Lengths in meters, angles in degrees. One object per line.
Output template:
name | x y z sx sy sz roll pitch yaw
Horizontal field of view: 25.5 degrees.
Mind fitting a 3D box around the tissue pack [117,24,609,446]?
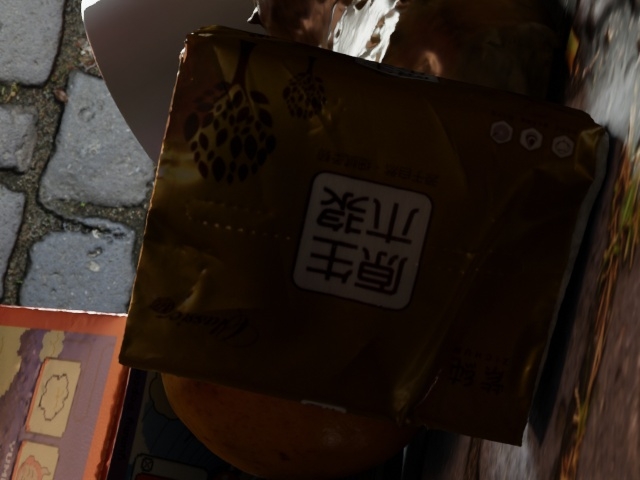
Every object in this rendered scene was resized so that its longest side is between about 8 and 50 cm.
tissue pack | 0.022 -0.003 0.755 0.092 0.226 0.183 -75 -2 -79

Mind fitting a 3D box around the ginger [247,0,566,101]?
ginger | 0.051 -0.154 1.081 0.418 0.254 0.176 -92 19 -66

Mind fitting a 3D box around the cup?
cup | -0.032 -0.214 1.395 0.253 0.372 0.253 56 -166 -22

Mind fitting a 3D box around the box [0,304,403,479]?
box | -0.142 0.254 1.344 0.257 0.349 0.318 -1 71 47

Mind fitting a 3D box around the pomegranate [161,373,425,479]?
pomegranate | -0.010 0.067 1.150 0.264 0.264 0.264 -168 90 -89
